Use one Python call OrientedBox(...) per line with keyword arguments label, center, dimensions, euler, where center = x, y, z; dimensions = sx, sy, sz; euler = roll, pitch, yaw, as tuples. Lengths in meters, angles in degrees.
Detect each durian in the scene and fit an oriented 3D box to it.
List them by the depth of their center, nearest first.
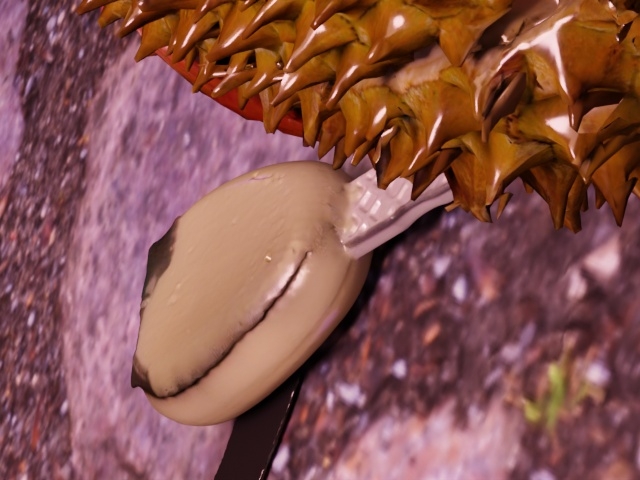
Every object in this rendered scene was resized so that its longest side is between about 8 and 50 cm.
OrientedBox(label="durian", center=(0.049, -0.172, 0.615), dimensions=(0.384, 0.348, 0.347), euler=(8, 81, 55))

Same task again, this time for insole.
OrientedBox(label="insole", center=(-0.045, 0.136, 0.920), dimensions=(0.064, 0.004, 0.188), euler=(19, 90, 61))

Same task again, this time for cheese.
OrientedBox(label="cheese", center=(0.000, 0.000, 0.874), dimensions=(0.251, 0.054, 0.127), euler=(-30, 45, 44))
